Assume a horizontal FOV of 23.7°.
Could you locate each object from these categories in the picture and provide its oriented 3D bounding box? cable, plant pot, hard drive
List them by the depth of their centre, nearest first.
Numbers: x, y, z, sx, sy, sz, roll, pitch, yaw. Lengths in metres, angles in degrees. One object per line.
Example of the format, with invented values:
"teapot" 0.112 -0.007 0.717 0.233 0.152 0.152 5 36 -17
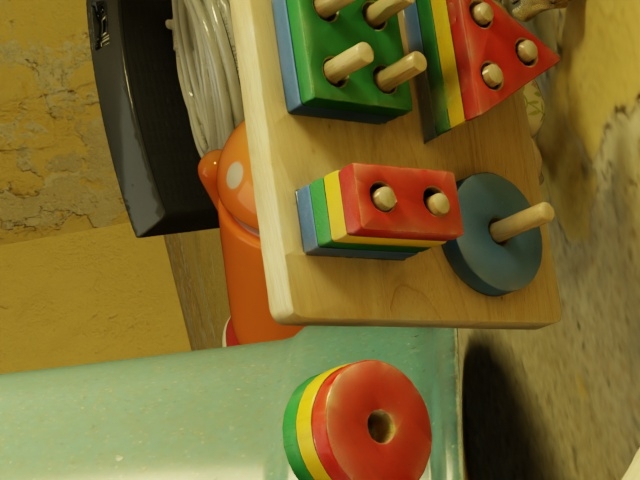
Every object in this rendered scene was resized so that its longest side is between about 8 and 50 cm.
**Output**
"plant pot" -0.086 0.200 0.812 0.341 0.334 0.341 -2 -90 -86
"cable" -0.075 -0.158 1.371 0.257 0.089 0.257 146 113 -79
"hard drive" -0.131 -0.137 1.514 0.054 0.172 0.254 -27 73 58

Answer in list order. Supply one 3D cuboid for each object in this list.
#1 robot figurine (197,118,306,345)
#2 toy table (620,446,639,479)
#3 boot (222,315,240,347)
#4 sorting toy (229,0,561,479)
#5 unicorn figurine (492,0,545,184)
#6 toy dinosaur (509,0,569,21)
"robot figurine" -0.002 0.000 0.965 0.158 0.128 0.219 -112 15 -52
"toy table" 0.096 0.165 0.454 0.274 0.161 0.252 -135 35 -75
"boot" -0.028 0.116 1.413 0.176 0.088 0.244 90 158 -47
"sorting toy" 0.038 -0.047 0.551 0.046 0.132 0.274 -25 68 48
"unicorn figurine" 0.062 -0.088 0.661 0.162 0.060 0.111 56 178 19
"toy dinosaur" 0.086 -0.153 0.552 0.092 0.053 0.183 60 172 20
